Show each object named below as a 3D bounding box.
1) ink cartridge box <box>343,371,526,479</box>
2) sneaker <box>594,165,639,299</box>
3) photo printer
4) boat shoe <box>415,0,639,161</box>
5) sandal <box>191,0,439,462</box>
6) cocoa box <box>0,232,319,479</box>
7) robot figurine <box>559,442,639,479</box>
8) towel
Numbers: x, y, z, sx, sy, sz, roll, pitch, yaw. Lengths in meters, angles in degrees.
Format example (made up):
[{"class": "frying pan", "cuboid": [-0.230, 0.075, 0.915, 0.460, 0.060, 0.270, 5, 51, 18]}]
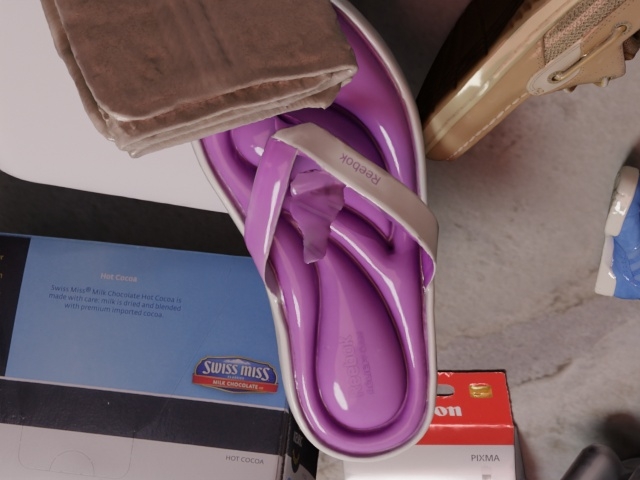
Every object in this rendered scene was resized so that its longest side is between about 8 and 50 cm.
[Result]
[{"class": "ink cartridge box", "cuboid": [0.110, 0.225, 1.651, 0.181, 0.056, 0.224, -2, 134, 14]}, {"class": "sneaker", "cuboid": [0.282, -0.001, 1.387, 0.085, 0.058, 0.152, 11, 139, 11]}, {"class": "photo printer", "cuboid": [-0.146, -0.148, 1.316, 0.308, 0.107, 0.256, 10, 134, 4]}, {"class": "boat shoe", "cuboid": [0.188, -0.159, 1.219, 0.110, 0.121, 0.341, 32, 130, -16]}, {"class": "sandal", "cuboid": [0.015, -0.005, 1.227, 0.169, 0.102, 0.416, -18, 114, 1]}, {"class": "cocoa box", "cuboid": [-0.177, 0.132, 1.456, 0.347, 0.227, 0.231, 5, 166, 8]}, {"class": "robot figurine", "cuboid": [0.345, 0.351, 1.612, 0.353, 0.200, 0.300, 51, 162, -30]}, {"class": "towel", "cuboid": [-0.104, -0.200, 1.127, 0.187, 0.282, 0.049, -16, 163, -16]}]
